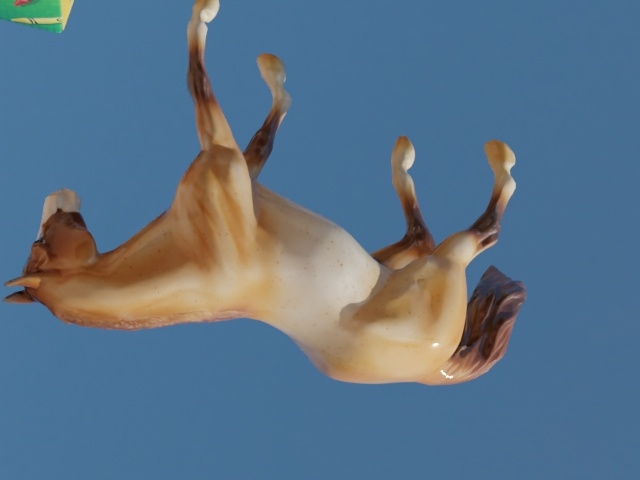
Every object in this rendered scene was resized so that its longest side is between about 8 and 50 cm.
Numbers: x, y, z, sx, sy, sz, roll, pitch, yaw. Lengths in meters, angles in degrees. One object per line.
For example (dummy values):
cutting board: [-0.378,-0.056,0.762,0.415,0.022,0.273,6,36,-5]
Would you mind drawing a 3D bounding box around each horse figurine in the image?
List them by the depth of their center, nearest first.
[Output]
horse figurine: [0.000,0.000,0.889,0.066,0.263,0.174,-34,-145,52]

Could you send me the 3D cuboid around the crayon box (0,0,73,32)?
crayon box: [-0.199,-0.320,1.451,0.081,0.165,0.278,16,-107,-1]
